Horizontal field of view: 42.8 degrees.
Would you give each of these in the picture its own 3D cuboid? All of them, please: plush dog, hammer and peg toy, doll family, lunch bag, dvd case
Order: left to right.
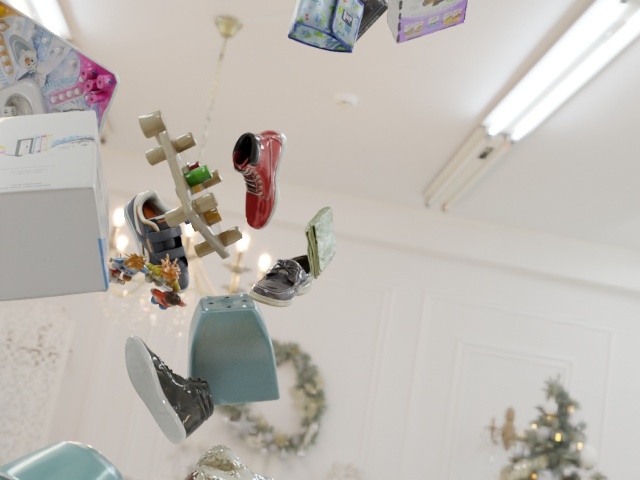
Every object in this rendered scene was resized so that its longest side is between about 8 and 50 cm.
[{"bbox_3d":[-0.425,0.075,1.927,0.263,0.118,0.163,21,-15,-22],"label":"doll family"},{"bbox_3d":[-0.316,-0.149,1.998,0.127,0.361,0.266,-24,-29,3],"label":"hammer and peg toy"},{"bbox_3d":[-0.222,0.597,1.743,0.210,0.225,0.262,32,5,2],"label":"plush dog"},{"bbox_3d":[0.017,-0.502,1.838,0.151,0.129,0.096,18,-17,-14],"label":"lunch bag"},{"bbox_3d":[0.077,-0.663,2.230,0.029,0.239,0.179,7,-38,-45],"label":"dvd case"}]

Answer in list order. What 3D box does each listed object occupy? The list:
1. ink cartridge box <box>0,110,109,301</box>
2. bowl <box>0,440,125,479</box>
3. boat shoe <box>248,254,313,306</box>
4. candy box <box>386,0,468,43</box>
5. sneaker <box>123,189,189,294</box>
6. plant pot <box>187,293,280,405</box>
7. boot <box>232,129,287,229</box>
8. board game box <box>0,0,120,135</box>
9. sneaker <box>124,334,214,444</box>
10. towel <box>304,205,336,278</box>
[{"bbox_3d":[-0.392,-0.055,1.153,0.168,0.171,0.233,-6,34,-10],"label":"ink cartridge box"},{"bbox_3d":[-0.485,0.514,1.590,0.311,0.163,0.311,21,-47,25],"label":"bowl"},{"bbox_3d":[-0.082,0.087,1.904,0.103,0.092,0.285,22,14,18],"label":"boat shoe"},{"bbox_3d":[0.233,-0.530,1.756,0.165,0.070,0.196,-18,-22,-5],"label":"candy box"},{"bbox_3d":[-0.469,0.002,2.402,0.126,0.321,0.127,-24,-8,-48],"label":"sneaker"},{"bbox_3d":[-0.248,0.285,2.245,0.247,0.252,0.248,-3,13,-9],"label":"plant pot"},{"bbox_3d":[-0.162,-0.135,1.900,0.088,0.244,0.176,16,16,21],"label":"boot"},{"bbox_3d":[-0.670,-0.288,1.814,0.390,0.390,0.050,33,24,11],"label":"board game box"},{"bbox_3d":[-0.379,0.357,2.069,0.147,0.296,0.104,-22,-13,-46],"label":"sneaker"},{"bbox_3d":[0.000,0.000,1.556,0.027,0.110,0.148,0,20,16],"label":"towel"}]
